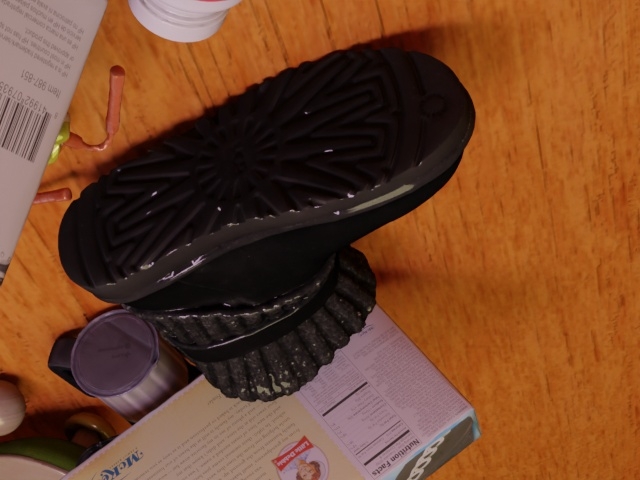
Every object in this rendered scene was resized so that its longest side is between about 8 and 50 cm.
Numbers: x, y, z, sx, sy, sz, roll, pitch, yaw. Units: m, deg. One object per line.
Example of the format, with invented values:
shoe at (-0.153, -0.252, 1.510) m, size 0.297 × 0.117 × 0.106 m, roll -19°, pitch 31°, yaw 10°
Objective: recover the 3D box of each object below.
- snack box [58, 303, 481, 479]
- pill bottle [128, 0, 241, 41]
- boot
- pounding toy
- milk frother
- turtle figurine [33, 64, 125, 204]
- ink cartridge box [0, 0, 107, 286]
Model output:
snack box at (-0.046, 0.188, 1.424) m, size 0.322 × 0.187 × 0.060 m, roll -36°, pitch 148°, yaw -10°
pill bottle at (-0.069, -0.196, 1.018) m, size 0.087 × 0.087 × 0.160 m, roll 3°, pitch 147°, yaw -20°
boot at (-0.001, -0.003, 1.305) m, size 0.348 × 0.131 × 0.260 m, roll -20°, pitch 146°, yaw 22°
pounding toy at (-0.257, 0.212, 1.632) m, size 0.237 × 0.110 × 0.183 m, roll 42°, pitch 139°, yaw -17°
milk frother at (-0.178, 0.156, 1.496) m, size 0.129 × 0.143 × 0.135 m, roll -11°, pitch 151°, yaw 16°
turtle figurine at (-0.256, -0.064, 1.164) m, size 0.217 × 0.087 × 0.269 m, roll -18°, pitch 173°, yaw -32°
ink cartridge box at (-0.275, -0.046, 0.949) m, size 0.129 × 0.307 × 0.223 m, roll 17°, pitch 174°, yaw 27°
